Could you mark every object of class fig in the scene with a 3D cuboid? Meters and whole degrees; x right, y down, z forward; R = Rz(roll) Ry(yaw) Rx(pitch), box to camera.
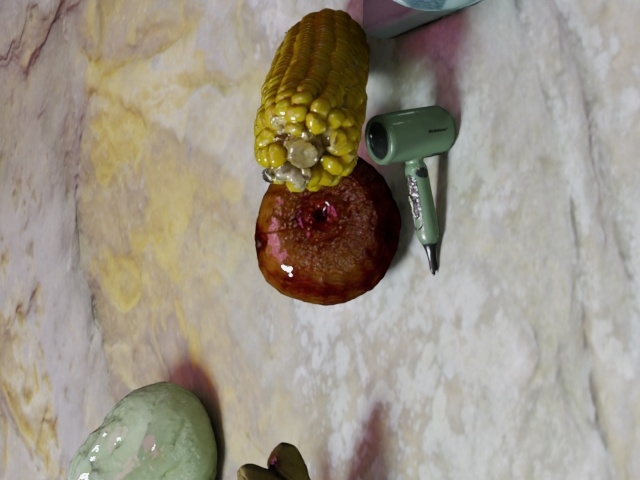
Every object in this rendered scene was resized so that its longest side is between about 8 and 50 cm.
[{"bbox_3d":[0.000,0.000,1.585,0.146,0.133,0.201,-61,0,-15],"label":"fig"}]

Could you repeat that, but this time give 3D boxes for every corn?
[{"bbox_3d":[-0.004,-0.142,1.525,0.313,0.102,0.102,-84,18,-62],"label":"corn"}]

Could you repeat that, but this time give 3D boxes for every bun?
[{"bbox_3d":[-0.201,0.259,1.822,0.204,0.126,0.213,-24,62,53],"label":"bun"}]

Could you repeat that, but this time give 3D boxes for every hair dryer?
[{"bbox_3d":[0.090,-0.043,1.486,0.047,0.071,0.150,-12,90,62],"label":"hair dryer"}]

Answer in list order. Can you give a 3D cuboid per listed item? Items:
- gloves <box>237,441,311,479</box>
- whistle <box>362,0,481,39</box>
[{"bbox_3d":[-0.028,0.341,1.500,0.154,0.141,0.331,-102,16,-78],"label":"gloves"},{"bbox_3d":[0.080,-0.265,1.455,0.289,0.163,0.164,-17,68,56],"label":"whistle"}]
